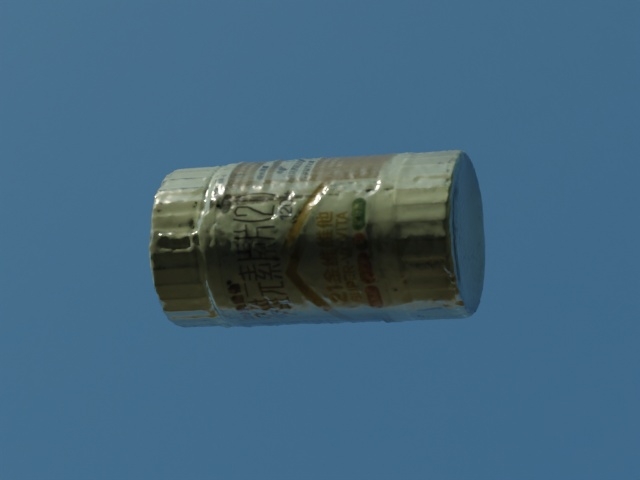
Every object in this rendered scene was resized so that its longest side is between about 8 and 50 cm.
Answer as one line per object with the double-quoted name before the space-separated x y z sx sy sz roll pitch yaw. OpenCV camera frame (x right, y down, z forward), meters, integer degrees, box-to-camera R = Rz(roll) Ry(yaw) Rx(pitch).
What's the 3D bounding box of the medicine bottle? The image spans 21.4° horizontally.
"medicine bottle" 0.000 0.000 0.459 0.083 0.047 0.047 -2 -73 17
